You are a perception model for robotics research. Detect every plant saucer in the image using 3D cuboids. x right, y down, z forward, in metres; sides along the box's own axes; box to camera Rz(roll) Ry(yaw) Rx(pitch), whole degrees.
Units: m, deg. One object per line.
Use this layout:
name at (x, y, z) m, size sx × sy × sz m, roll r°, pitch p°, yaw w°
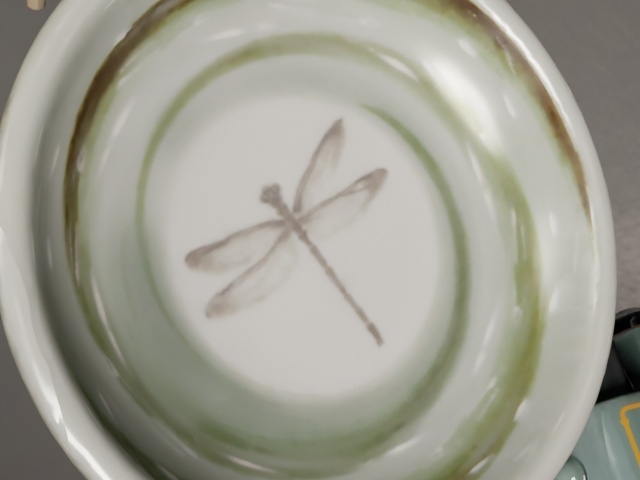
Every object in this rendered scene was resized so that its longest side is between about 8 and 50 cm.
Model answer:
plant saucer at (0.000, 0.000, 0.600) m, size 0.400 × 0.400 × 0.100 m, roll -39°, pitch -171°, yaw -27°

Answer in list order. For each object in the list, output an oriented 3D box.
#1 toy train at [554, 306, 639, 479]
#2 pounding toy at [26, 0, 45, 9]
toy train at (0.253, 0.209, 0.700) m, size 0.190 × 0.334 × 0.142 m, roll -4°, pitch 160°, yaw -37°
pounding toy at (-0.204, -0.343, 0.859) m, size 0.237 × 0.110 × 0.183 m, roll -47°, pitch 175°, yaw -29°
